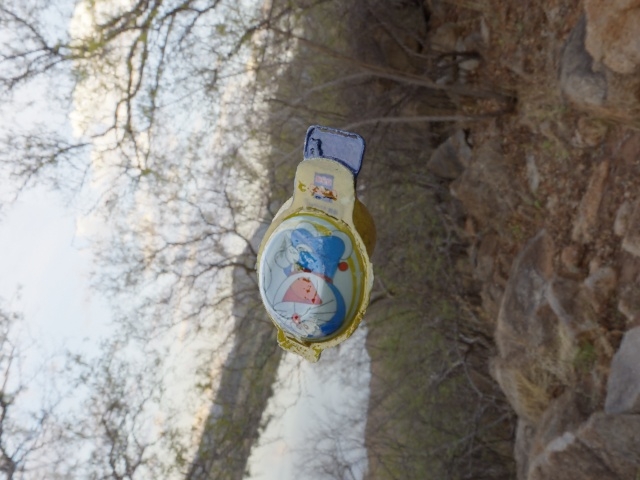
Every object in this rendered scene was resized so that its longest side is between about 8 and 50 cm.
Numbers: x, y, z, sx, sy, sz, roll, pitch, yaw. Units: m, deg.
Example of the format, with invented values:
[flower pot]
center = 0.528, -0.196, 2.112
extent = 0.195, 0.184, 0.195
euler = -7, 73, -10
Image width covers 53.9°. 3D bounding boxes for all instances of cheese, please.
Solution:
[cheese]
center = -0.006, 0.006, 0.725
extent = 0.069, 0.176, 0.271
euler = -2, -73, -51

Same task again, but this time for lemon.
[lemon]
center = 0.000, 0.000, 1.084
extent = 0.203, 0.178, 0.178
euler = -46, 12, 23
